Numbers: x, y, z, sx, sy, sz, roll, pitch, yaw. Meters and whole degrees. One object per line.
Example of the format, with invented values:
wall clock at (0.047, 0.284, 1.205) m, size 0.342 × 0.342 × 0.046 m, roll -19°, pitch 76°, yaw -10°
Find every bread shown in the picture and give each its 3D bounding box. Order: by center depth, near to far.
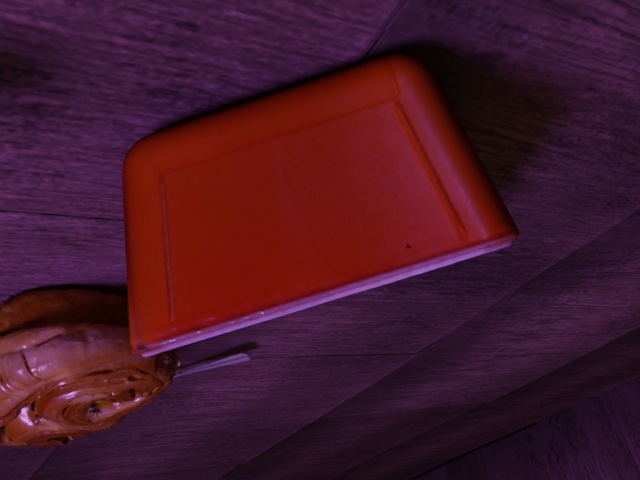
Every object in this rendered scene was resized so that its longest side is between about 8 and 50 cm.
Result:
bread at (-0.271, 0.138, 0.690) m, size 0.236 × 0.120 × 0.198 m, roll -35°, pitch 148°, yaw 33°

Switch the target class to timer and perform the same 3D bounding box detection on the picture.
timer at (0.000, 0.000, 0.535) m, size 0.257 × 0.161 × 0.250 m, roll -18°, pitch 160°, yaw 5°

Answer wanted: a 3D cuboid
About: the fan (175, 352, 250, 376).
fan at (-0.295, 0.206, 0.918) m, size 0.415 × 0.012 × 0.233 m, roll -14°, pitch 154°, yaw 4°
